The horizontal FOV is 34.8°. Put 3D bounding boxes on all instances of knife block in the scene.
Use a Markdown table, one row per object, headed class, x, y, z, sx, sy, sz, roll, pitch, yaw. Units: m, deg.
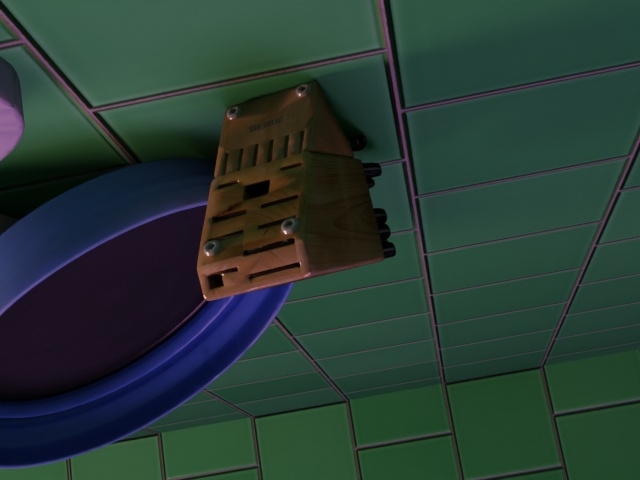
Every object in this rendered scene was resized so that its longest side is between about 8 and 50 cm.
| class | x | y | z | sx | sy | sz | roll | pitch | yaw |
| --- | --- | --- | --- | --- | --- | --- | --- | --- | --- |
| knife block | 0.000 | 0.000 | 0.887 | 0.088 | 0.276 | 0.242 | -15 | 132 | 18 |

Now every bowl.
| class | x | y | z | sx | sy | sz | roll | pitch | yaw |
| --- | --- | --- | --- | --- | --- | --- | --- | --- | --- |
| bowl | -0.200 | 0.075 | 1.015 | 0.391 | 0.077 | 0.391 | -30 | 153 | -17 |

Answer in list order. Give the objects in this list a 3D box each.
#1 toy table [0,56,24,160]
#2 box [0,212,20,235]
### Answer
| class | x | y | z | sx | sy | sz | roll | pitch | yaw |
| --- | --- | --- | --- | --- | --- | --- | --- | --- | --- |
| toy table | -0.291 | -0.110 | 0.498 | 0.274 | 0.161 | 0.252 | -5 | 162 | -15 |
| box | -0.361 | 0.033 | 0.998 | 0.103 | 0.114 | 0.203 | -18 | 160 | 23 |
